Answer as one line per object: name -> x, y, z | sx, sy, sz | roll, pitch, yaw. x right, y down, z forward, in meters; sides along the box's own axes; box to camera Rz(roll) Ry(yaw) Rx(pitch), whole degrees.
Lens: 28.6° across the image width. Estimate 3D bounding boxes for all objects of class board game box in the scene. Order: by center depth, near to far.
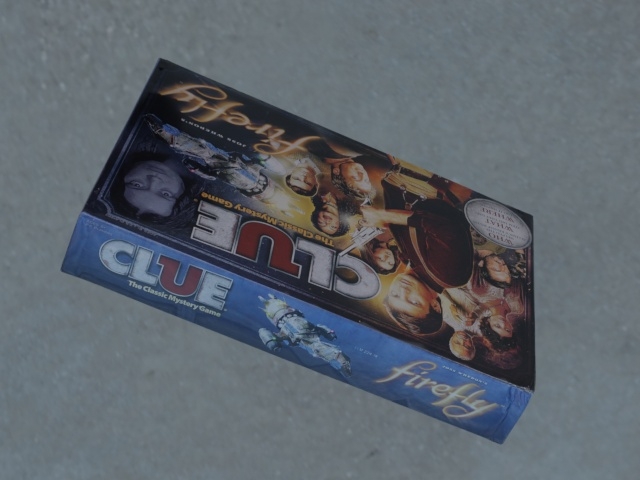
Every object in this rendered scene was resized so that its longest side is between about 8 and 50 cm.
board game box -> 0.000, 0.000, 0.688 | 0.243, 0.165, 0.042 | 22, 126, -7
